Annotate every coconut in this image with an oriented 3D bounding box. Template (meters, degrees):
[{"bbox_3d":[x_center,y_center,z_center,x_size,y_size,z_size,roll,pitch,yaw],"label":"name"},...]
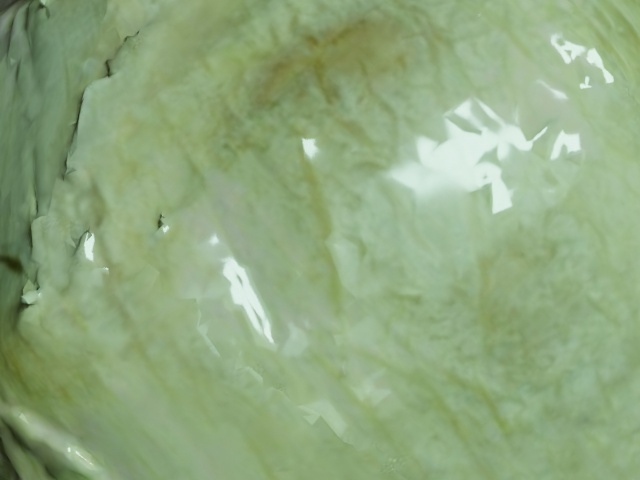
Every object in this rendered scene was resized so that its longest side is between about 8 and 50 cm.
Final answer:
[{"bbox_3d":[0.000,0.000,0.469,0.254,0.297,0.297,46,66,-13],"label":"coconut"}]
